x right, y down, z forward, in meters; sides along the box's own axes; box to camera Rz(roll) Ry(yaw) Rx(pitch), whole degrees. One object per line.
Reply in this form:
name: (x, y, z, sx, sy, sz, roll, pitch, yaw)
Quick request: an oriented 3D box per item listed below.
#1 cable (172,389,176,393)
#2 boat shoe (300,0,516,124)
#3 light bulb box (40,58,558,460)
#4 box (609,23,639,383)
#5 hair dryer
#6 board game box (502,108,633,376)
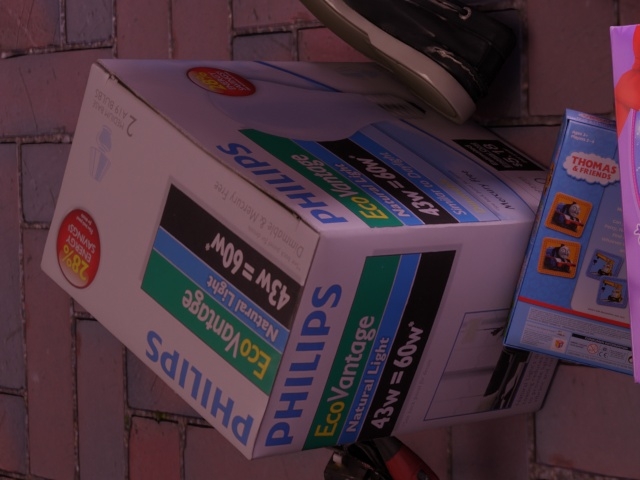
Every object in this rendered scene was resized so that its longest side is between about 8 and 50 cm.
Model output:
cable: (-0.060, 0.089, 2.087, 0.287, 0.072, 0.139, -9, 69, 37)
boat shoe: (0.063, -0.244, 1.862, 0.113, 0.127, 0.340, -46, 47, -3)
light bulb box: (0.000, 0.000, 1.757, 0.358, 0.361, 0.225, 37, 120, 40)
box: (0.344, -0.036, 1.525, 0.201, 0.057, 0.293, -4, 90, 18)
hair dryer: (0.105, 0.260, 1.784, 0.293, 0.223, 0.080, 25, 74, 17)
board game box: (0.260, 0.008, 1.631, 0.039, 0.160, 0.211, -76, 0, -70)
